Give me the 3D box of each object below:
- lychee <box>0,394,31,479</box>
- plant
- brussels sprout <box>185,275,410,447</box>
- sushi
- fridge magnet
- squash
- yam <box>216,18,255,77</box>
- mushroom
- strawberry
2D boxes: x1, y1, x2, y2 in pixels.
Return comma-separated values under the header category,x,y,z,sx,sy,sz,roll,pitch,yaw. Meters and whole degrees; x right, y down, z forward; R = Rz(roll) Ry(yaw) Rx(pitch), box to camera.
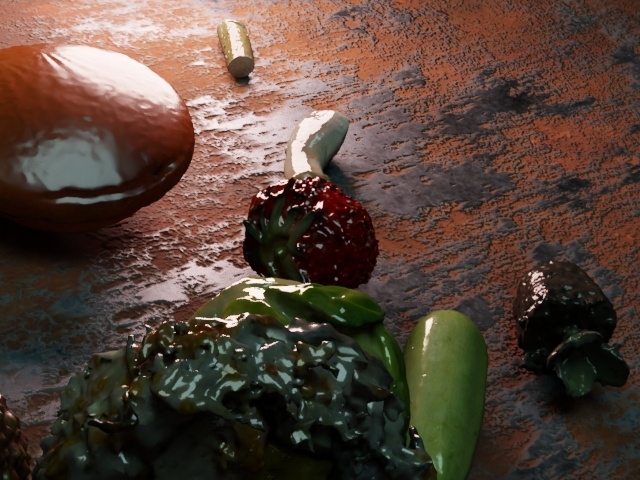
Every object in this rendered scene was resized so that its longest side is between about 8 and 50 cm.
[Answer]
category,x,y,z,sx,sy,sz,roll,pitch,yaw
lychee,-0.411,0.257,1.341,0.271,0.271,0.271,11,36,-8
plant,0.338,0.124,1.893,0.142,0.131,0.203,12,27,-9
brussels sprout,-0.036,0.168,1.596,0.294,0.227,0.259,42,53,15
sushi,-0.085,0.241,1.352,0.417,0.417,0.176,9,30,-11
fridge magnet,-0.357,-0.146,1.934,0.364,0.155,0.363,6,43,-6
squash,0.143,0.226,1.701,0.118,0.118,0.370,15,40,-2
yam,-0.144,-0.332,2.374,0.054,0.054,0.132,4,38,-17
mushroom,-0.014,-0.119,2.122,0.092,0.081,0.223,1,37,13
strawberry,0.000,0.000,1.895,0.201,0.187,0.184,1,71,-45
